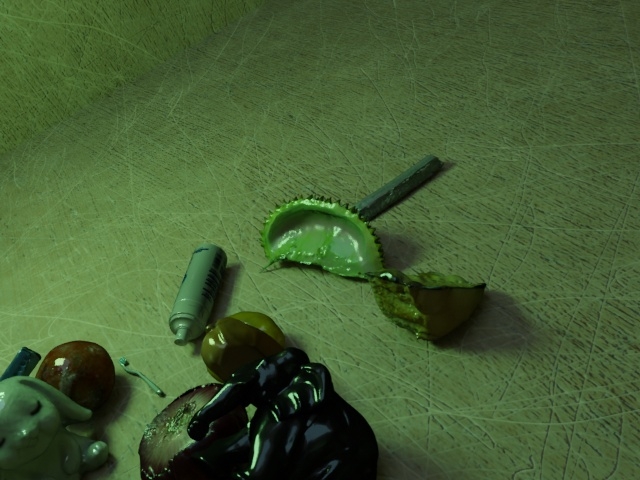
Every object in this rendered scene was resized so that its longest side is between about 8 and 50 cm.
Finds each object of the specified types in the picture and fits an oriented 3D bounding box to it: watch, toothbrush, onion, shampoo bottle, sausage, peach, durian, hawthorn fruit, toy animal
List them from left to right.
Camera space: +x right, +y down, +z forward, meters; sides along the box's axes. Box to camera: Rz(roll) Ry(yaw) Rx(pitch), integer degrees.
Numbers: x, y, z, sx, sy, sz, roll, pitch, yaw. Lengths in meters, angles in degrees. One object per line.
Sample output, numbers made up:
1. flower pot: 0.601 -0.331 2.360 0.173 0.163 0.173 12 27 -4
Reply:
1. watch: -0.711 0.391 1.690 0.274 0.068 0.276 -57 4 -40
2. toy animal: -0.593 0.397 1.568 0.206 0.265 0.272 18 54 46
3. hawthorn fruit: -0.542 0.301 1.751 0.173 0.172 0.172 -16 35 12
4. toothbrush: -0.411 0.310 1.792 0.204 0.017 0.022 23 75 47
5. onion: -0.234 0.379 1.474 0.248 0.161 0.248 -17 25 8
6. shampoo bottle: -0.298 0.136 1.892 0.092 0.092 0.303 -11 37 18
7. peach: -0.161 0.229 1.679 0.179 0.103 0.179 -13 36 10
8. sausage: -0.127 0.241 1.532 0.120 0.241 0.136 -48 21 3
9. durian: -0.001 -0.007 1.861 0.356 0.157 0.169 4 60 34

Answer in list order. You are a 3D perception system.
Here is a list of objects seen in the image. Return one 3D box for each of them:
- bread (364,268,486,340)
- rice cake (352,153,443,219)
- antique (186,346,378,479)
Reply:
1. bread: 0.205 0.129 1.571 0.174 0.132 0.252 17 8 40
2. rice cake: 0.197 -0.137 2.002 0.270 0.049 0.055 -34 22 -12
3. antique: -0.045 0.344 1.335 0.255 0.322 0.185 -50 2 -27
